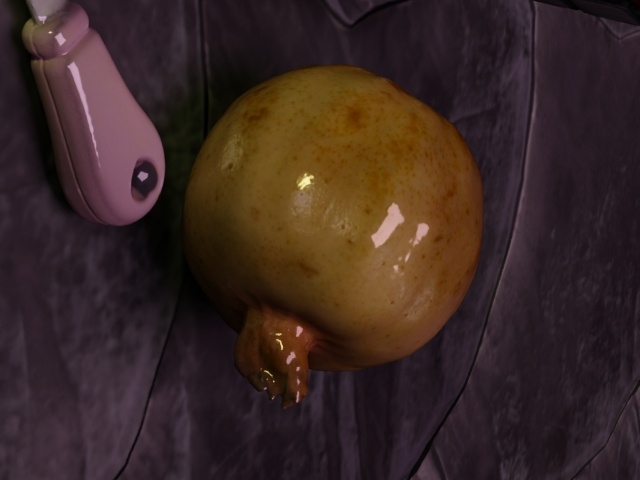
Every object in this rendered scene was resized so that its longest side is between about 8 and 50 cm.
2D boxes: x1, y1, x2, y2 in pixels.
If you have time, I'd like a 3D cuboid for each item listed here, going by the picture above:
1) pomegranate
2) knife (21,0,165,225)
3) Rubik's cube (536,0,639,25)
[{"bbox_3d":[0.006,-0.014,1.087,0.207,0.207,0.207,-28,125,-49],"label":"pomegranate"},{"bbox_3d":[-0.147,-0.154,0.929,0.081,0.043,0.336,-51,139,-42],"label":"knife"},{"bbox_3d":[0.138,-0.317,1.046,0.292,0.293,0.287,19,90,-56],"label":"Rubik's cube"}]
